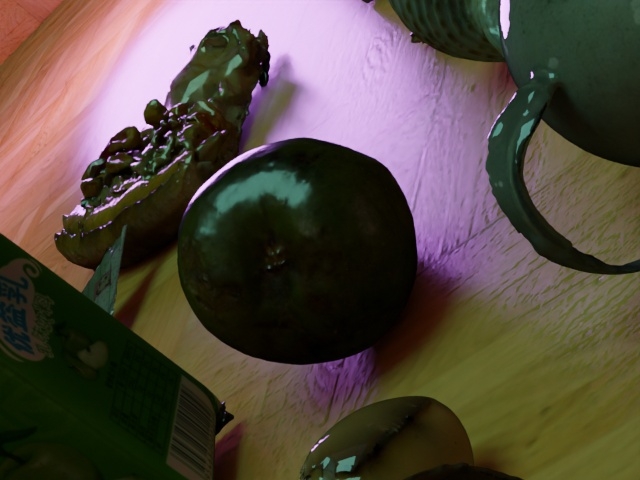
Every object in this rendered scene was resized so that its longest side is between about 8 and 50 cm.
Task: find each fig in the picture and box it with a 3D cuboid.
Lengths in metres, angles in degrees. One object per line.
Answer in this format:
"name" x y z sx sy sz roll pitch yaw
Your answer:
"fig" 0.007 0.014 0.851 0.133 0.185 0.126 -38 60 17

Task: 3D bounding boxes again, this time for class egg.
"egg" 0.030 0.103 0.642 0.083 0.071 0.071 -40 11 -31

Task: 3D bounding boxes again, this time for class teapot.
"teapot" 0.171 -0.113 0.651 0.294 0.129 0.193 -56 20 -12

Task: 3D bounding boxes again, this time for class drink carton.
"drink carton" -0.197 0.095 0.854 0.161 0.271 0.108 -42 21 23

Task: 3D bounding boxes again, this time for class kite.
"kite" -0.219 0.085 1.280 0.229 0.012 0.250 -60 28 0

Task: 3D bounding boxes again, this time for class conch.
"conch" 0.111 -0.167 0.914 0.135 0.153 0.102 -55 -25 20

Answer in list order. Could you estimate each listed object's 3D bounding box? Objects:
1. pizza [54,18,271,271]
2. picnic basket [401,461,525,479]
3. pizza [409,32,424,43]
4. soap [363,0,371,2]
"pizza" -0.122 -0.087 1.350 0.287 0.074 0.251 -55 22 -6
"picnic basket" 0.047 0.148 0.420 0.138 0.128 0.178 -27 39 46
"pizza" 0.099 -0.166 1.072 0.099 0.029 0.100 -41 17 49
"soap" 0.047 -0.316 1.321 0.065 0.122 0.203 -28 29 48
